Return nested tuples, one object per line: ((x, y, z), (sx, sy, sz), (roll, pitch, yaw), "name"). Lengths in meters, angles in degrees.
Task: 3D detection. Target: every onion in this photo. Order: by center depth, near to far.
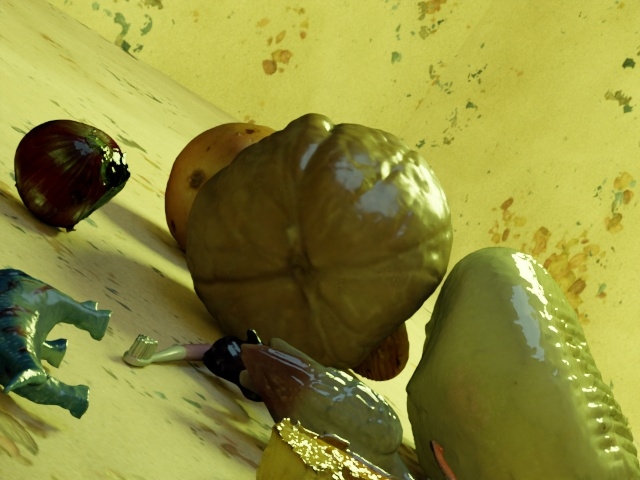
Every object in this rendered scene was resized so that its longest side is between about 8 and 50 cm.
((-0.259, -0.070, 1.958), (0.118, 0.118, 0.117), (35, 21, 1), "onion")

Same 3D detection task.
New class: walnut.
((-0.001, -0.002, 2.055), (0.252, 0.277, 0.313), (47, 17, -5), "walnut")

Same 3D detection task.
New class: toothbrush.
((-0.123, 0.102, 1.780), (0.020, 0.025, 0.286), (33, 5, 14), "toothbrush")

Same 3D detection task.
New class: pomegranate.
((-0.093, -0.048, 2.326), (0.191, 0.191, 0.191), (35, 6, -4), "pomegranate")

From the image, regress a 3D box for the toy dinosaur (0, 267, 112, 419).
((-0.215, 0.061, 1.392), (0.144, 0.076, 0.329), (23, 9, -32), "toy dinosaur")

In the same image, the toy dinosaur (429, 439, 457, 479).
((0.181, 0.288, 1.784), (0.279, 0.055, 0.101), (46, -2, 46), "toy dinosaur")

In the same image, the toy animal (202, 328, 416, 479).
((0.028, 0.175, 1.728), (0.324, 0.090, 0.195), (39, -2, 17), "toy animal")

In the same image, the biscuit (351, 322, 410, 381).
((0.035, 0.084, 2.265), (0.188, 0.027, 0.188), (37, -36, 34), "biscuit")

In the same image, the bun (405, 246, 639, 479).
((0.199, 0.182, 2.046), (0.361, 0.213, 0.361), (59, 13, -22), "bun")

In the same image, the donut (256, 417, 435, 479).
((0.026, 0.211, 1.550), (0.181, 0.078, 0.146), (28, 7, -10), "donut")
